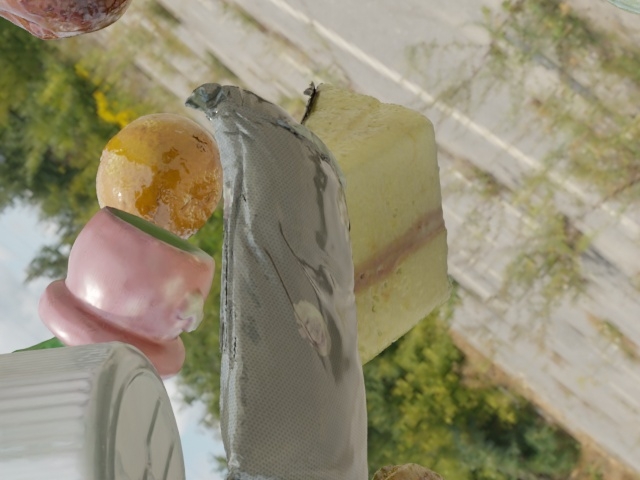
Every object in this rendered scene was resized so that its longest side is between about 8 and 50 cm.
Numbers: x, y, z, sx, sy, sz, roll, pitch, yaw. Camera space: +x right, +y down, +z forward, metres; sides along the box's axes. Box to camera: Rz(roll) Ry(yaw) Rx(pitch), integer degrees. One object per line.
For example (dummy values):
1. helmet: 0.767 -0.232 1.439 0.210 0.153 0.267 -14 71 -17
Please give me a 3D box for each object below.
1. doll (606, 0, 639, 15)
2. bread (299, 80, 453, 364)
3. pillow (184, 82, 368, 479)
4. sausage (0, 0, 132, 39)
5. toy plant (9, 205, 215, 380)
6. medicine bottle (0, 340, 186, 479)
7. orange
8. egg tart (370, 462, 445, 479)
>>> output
1. doll: 0.282 -0.295 0.959 0.113 0.154 0.275 104 150 -77
2. bread: 0.000 0.000 1.333 0.242 0.405 0.346 19 127 34
3. pillow: -0.010 0.036 0.604 0.169 0.059 0.255 50 -150 -56
4. sausage: -0.249 -0.318 0.984 0.153 0.141 0.268 -8 92 59
5. toy plant: -0.298 0.136 1.422 0.210 0.356 0.317 36 -174 17
6. medicine bottle: -0.280 0.169 0.632 0.394 0.243 0.242 -4 172 4
7. orange: -0.259 -0.098 1.759 0.193 0.219 0.219 46 180 21
8. egg tart: 0.110 0.431 1.383 0.123 0.294 0.294 -19 135 34
